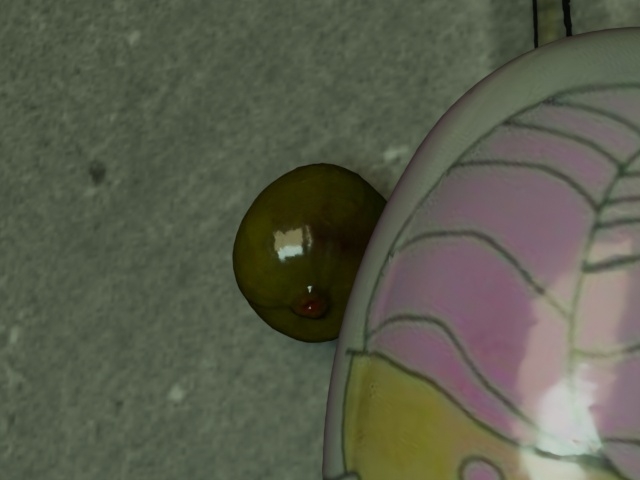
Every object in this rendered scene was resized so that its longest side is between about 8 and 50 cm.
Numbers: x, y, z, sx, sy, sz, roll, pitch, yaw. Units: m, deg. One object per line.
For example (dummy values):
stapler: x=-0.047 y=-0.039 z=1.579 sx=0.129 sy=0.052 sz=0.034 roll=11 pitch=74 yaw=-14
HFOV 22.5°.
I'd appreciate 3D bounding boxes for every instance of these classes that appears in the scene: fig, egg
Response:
fig: x=0.000 y=0.000 z=0.705 sx=0.074 sy=0.074 sz=0.088 roll=-14 pitch=36 yaw=20
egg: x=0.094 y=0.057 z=0.557 sx=0.196 sy=0.196 sz=0.271 roll=20 pitch=72 yaw=32
